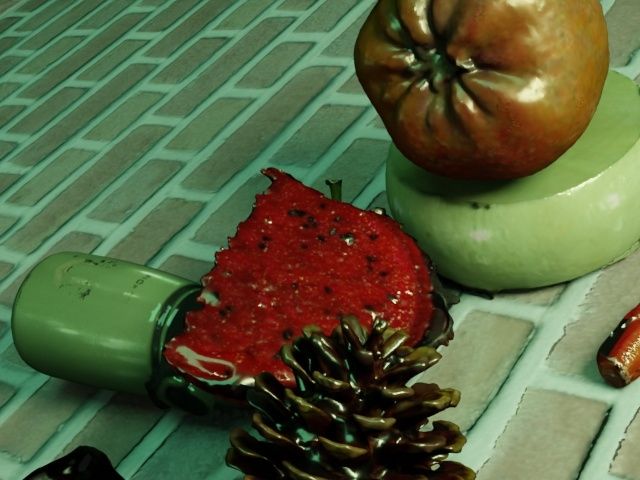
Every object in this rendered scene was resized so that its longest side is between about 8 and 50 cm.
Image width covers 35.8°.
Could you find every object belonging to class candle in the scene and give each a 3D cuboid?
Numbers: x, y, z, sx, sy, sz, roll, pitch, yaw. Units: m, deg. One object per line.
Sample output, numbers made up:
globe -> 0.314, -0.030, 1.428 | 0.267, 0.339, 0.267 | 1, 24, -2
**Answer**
candle -> 0.345, 0.092, 1.049 | 0.053, 0.048, 0.162 | 38, 59, 14

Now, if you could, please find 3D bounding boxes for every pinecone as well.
pinecone -> 0.020, 0.198, 0.872 | 0.247, 0.292, 0.246 | 8, 17, -2

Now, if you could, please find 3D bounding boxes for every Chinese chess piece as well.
Chinese chess piece -> 0.256, -0.085, 1.246 | 0.350, 0.146, 0.349 | -15, 34, 10

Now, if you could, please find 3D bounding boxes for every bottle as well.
bottle -> -0.210, 0.115, 1.220 | 0.347, 0.168, 0.168 | 9, 44, 31

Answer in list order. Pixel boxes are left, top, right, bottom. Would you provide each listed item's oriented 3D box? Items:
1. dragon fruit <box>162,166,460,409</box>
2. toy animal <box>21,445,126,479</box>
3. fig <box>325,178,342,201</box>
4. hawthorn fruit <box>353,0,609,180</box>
dragon fruit -> 0.003, 0.084, 1.088 | 0.282, 0.100, 0.343 | 20, 44, 10
toy animal -> -0.276, 0.328, 0.932 | 0.187, 0.165, 0.235 | 7, 34, 32
fig -> -0.013, 0.008, 1.295 | 0.142, 0.147, 0.186 | -31, -4, 10
hawthorn fruit -> 0.198, -0.206, 1.099 | 0.277, 0.276, 0.298 | 15, 20, 42
